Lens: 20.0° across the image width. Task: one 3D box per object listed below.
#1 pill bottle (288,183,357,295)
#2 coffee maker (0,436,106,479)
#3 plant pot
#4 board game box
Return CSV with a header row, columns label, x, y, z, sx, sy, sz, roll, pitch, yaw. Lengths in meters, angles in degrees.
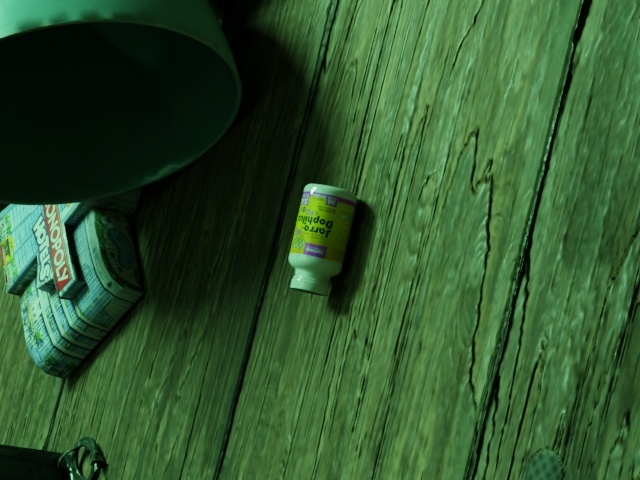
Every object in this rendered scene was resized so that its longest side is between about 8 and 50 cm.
label,x,y,z,sx,sy,sz,roll,pitch,yaw
pill bottle,0.000,0.000,1.425,0.043,0.043,0.083,4,80,55
coffee maker,-0.322,0.226,1.668,0.171,0.178,0.120,-62,37,17
plant pot,-0.229,-0.187,1.588,0.290,0.290,0.195,-38,55,41
board game box,-0.231,-0.003,1.740,0.194,0.060,0.194,-47,42,34
